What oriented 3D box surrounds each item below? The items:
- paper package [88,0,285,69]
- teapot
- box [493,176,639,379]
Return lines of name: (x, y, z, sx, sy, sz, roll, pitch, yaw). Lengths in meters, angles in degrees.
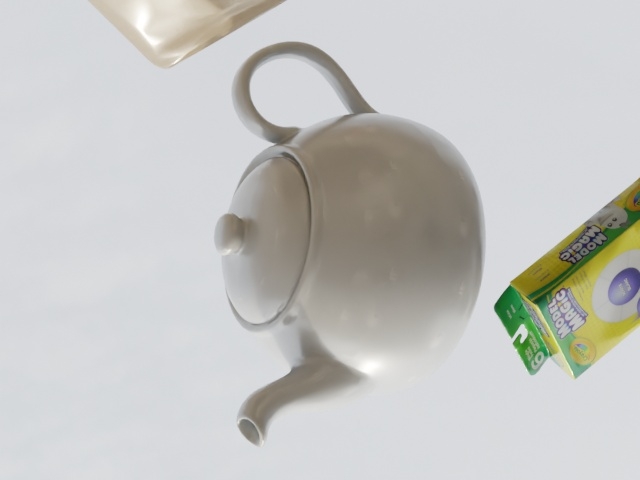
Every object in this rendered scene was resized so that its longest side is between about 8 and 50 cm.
paper package: (-0.093, -0.326, 0.924, 0.309, 0.325, 0.168, -26, -131, 17)
teapot: (0.000, 0.000, 1.091, 0.187, 0.252, 0.256, 11, -156, -30)
box: (0.231, 0.035, 1.096, 0.179, 0.105, 0.043, -38, -141, -5)
